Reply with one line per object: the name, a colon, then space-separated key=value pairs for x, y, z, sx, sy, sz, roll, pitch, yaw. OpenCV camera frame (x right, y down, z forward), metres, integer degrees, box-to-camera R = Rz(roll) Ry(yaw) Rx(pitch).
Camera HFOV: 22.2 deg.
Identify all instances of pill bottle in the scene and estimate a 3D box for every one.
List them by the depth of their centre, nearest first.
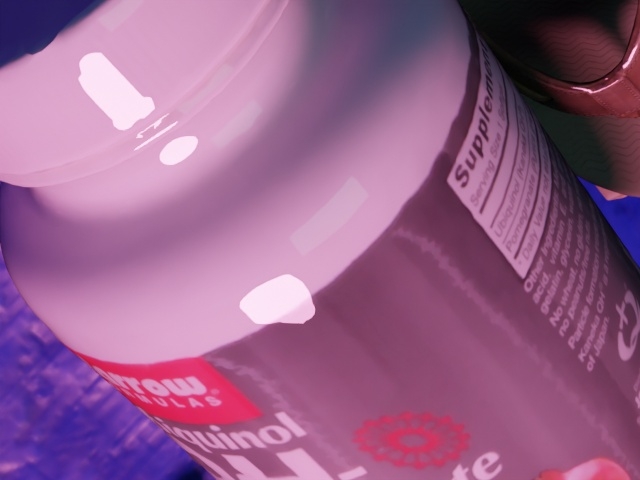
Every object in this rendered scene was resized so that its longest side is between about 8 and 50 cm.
pill bottle: x=0.000 y=0.000 z=0.580 sx=0.176 sy=0.176 sz=0.318 roll=-46 pitch=128 yaw=-7

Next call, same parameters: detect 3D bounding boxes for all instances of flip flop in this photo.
flip flop: x=0.090 y=-0.101 z=0.615 sx=0.112 sy=0.080 sz=0.277 roll=-14 pitch=137 yaw=19

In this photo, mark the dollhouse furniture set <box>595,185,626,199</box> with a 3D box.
dollhouse furniture set: x=0.176 y=-0.075 z=0.768 sx=0.114 sy=0.091 sz=0.081 roll=-9 pitch=76 yaw=-54
